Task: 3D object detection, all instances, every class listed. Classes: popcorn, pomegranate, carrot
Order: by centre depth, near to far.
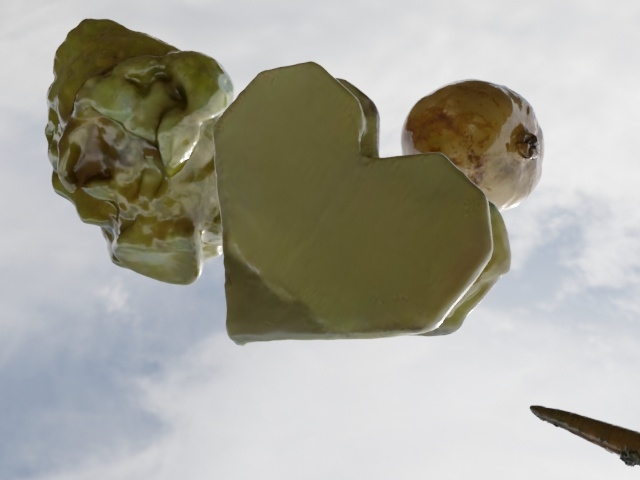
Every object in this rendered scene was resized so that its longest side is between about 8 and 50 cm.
[{"bbox_3d":[0.328,0.214,0.898,0.049,0.049,0.254,-37,-148,-32],"label":"carrot"},{"bbox_3d":[-0.214,-0.122,1.160,0.292,0.334,0.294,1,-134,20],"label":"popcorn"},{"bbox_3d":[0.247,-0.147,1.369,0.248,0.248,0.248,-12,-150,7],"label":"pomegranate"}]

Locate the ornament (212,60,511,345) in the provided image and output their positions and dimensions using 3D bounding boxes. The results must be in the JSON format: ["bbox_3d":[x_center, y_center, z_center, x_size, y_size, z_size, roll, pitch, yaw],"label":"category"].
[{"bbox_3d":[0.000,0.000,0.540,0.201,0.059,0.180,44,-79,26],"label":"ornament"}]
